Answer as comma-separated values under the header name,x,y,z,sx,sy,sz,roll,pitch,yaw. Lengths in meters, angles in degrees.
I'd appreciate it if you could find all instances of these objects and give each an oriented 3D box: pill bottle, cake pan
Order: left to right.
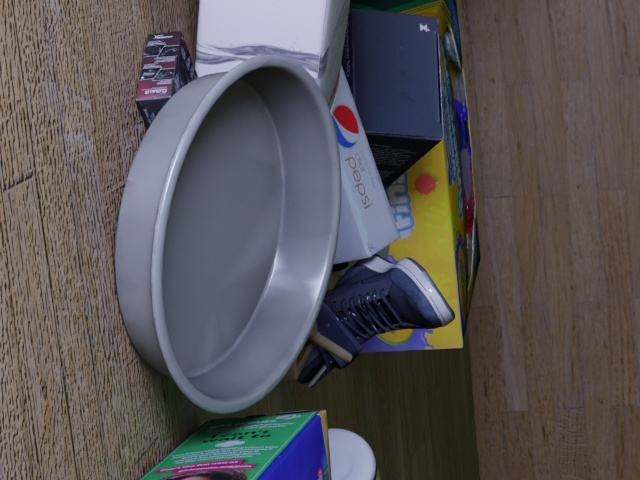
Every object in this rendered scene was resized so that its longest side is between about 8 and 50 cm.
name,x,y,z,sx,sy,sz,roll,pitch,yaw
cake pan,-0.072,-0.007,1.288,0.293,0.054,0.293,-30,125,-56
pill bottle,0.025,0.298,1.761,0.184,0.103,0.103,73,17,-47

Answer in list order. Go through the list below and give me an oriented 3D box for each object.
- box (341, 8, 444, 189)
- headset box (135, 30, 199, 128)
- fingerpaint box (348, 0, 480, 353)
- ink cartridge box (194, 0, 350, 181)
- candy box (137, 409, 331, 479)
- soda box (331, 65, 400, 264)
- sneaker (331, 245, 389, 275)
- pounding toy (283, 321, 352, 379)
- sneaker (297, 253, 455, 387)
name,x,y,z,sx,sy,sz,roll,pitch,yaw
box,0.058,-0.161,1.853,0.207,0.108,0.153,135,-44,-67
headset box,-0.127,-0.122,1.316,0.062,0.032,0.083,71,20,-51
fingerpaint box,0.123,-0.115,2.231,0.371,0.163,0.444,-62,146,-70
ink cartridge box,-0.036,-0.224,1.418,0.207,0.117,0.283,-74,173,-56
candy box,-0.067,0.300,1.255,0.317,0.122,0.268,-36,122,-78
soda box,0.009,-0.086,1.718,0.069,0.074,0.216,-32,106,-49
sneaker,0.000,0.000,1.830,0.237,0.086,0.085,15,74,-63
pounding toy,-0.035,0.076,1.538,0.130,0.100,0.141,-59,144,-70
sneaker,0.039,0.091,1.657,0.086,0.163,0.226,56,-13,-12
